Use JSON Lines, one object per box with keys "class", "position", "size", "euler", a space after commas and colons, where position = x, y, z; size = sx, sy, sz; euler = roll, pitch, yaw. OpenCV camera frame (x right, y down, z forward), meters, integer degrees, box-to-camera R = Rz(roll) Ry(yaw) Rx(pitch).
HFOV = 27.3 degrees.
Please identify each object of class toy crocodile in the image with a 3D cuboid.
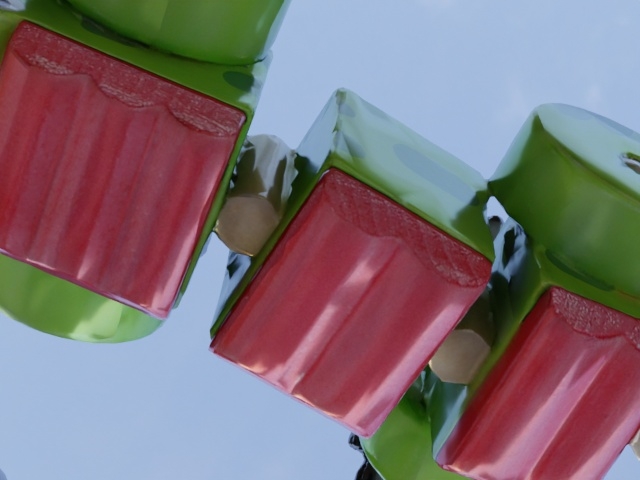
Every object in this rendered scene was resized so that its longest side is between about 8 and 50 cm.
{"class": "toy crocodile", "position": [0.000, 0.000, 0.347], "size": [0.340, 0.105, 0.115], "euler": [26, -68, -6]}

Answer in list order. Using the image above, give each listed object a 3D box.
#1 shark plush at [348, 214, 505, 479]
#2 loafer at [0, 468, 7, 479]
{"class": "shark plush", "position": [0.061, 0.058, 0.565], "size": [0.067, 0.073, 0.161], "euler": [38, -125, 1]}
{"class": "loafer", "position": [-0.105, 0.122, 0.398], "size": [0.087, 0.251, 0.094], "euler": [36, -109, -4]}
